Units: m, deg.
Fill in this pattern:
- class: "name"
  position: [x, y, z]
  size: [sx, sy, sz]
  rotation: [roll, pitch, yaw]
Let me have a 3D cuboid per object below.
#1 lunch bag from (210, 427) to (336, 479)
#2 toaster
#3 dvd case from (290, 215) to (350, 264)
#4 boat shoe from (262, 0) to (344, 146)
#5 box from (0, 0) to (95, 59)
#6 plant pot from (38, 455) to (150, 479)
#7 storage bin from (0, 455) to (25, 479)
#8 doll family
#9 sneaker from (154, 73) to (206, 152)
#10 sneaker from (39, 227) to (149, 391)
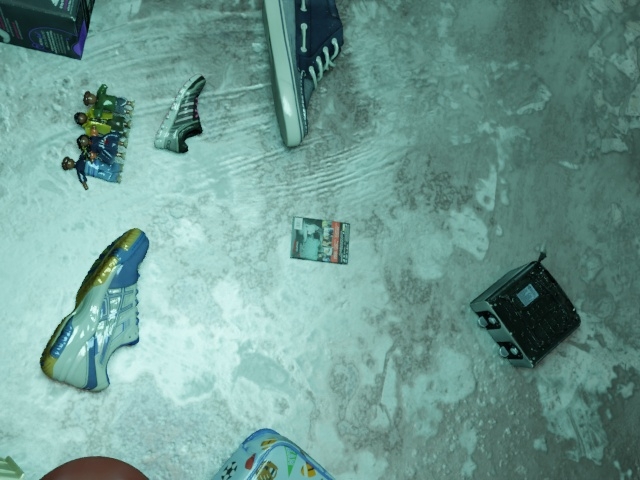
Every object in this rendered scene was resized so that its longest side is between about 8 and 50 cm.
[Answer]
- class: "lunch bag"
  position: [-0.102, 0.502, 1.184]
  size: [0.243, 0.115, 0.303]
  rotation: [47, 71, -24]
- class: "toaster"
  position: [0.424, 0.145, 1.419]
  size: [0.185, 0.110, 0.168]
  rotation: [-36, 89, -19]
- class: "dvd case"
  position: [0.000, 0.000, 1.389]
  size: [0.119, 0.013, 0.087]
  rotation: [7, 76, -15]
- class: "boat shoe"
  position: [-0.022, -0.361, 1.400]
  size: [0.158, 0.127, 0.341]
  rotation: [-7, 79, -8]
- class: "box"
  position: [-0.565, -0.456, 1.257]
  size: [0.270, 0.165, 0.144]
  rotation: [10, 76, -13]
- class: "plant pot"
  position: [-0.366, 0.486, 1.065]
  size: [0.274, 0.243, 0.275]
  rotation: [3, 77, -14]
- class: "storage bin"
  position: [-0.540, 0.451, 1.007]
  size: [0.123, 0.260, 0.263]
  rotation: [15, 74, -27]
- class: "doll family"
  position: [-0.418, -0.192, 1.289]
  size: [0.111, 0.076, 0.193]
  rotation: [10, 79, -18]
- class: "sneaker"
  position: [-0.257, -0.243, 1.349]
  size: [0.074, 0.063, 0.171]
  rotation: [27, 78, -8]
- class: "sneaker"
  position: [-0.371, 0.124, 1.230]
  size: [0.131, 0.111, 0.297]
  rotation: [34, 72, -24]
